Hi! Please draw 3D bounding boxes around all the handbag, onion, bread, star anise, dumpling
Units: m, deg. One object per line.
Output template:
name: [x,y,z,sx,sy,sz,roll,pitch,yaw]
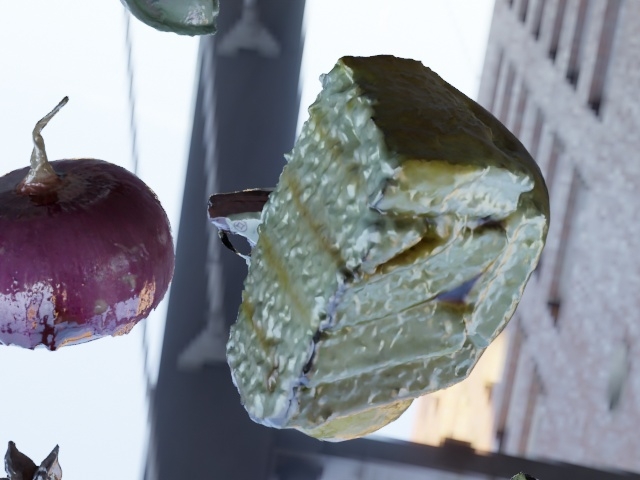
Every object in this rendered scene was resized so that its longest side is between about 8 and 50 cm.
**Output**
handbag: [0.000,0.000,2.114,0.235,0.127,0.213,-1,153,19]
onion: [-0.402,-0.002,2.475,0.358,0.345,0.358,-24,-176,2]
bread: [0.084,0.026,1.802,0.264,0.395,0.239,7,-151,-29]
star anise: [-0.443,0.391,2.593,0.208,0.172,0.063,5,-162,27]
dumpling: [-0.244,-0.380,2.569,0.216,0.105,0.149,30,-174,-15]

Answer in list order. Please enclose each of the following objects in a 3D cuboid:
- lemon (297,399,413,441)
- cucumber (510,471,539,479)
lemon: [0.017,0.148,2.343,0.284,0.260,0.260,31,-157,27]
cucumber: [0.380,0.409,2.268,0.303,0.081,0.072,29,171,-8]
